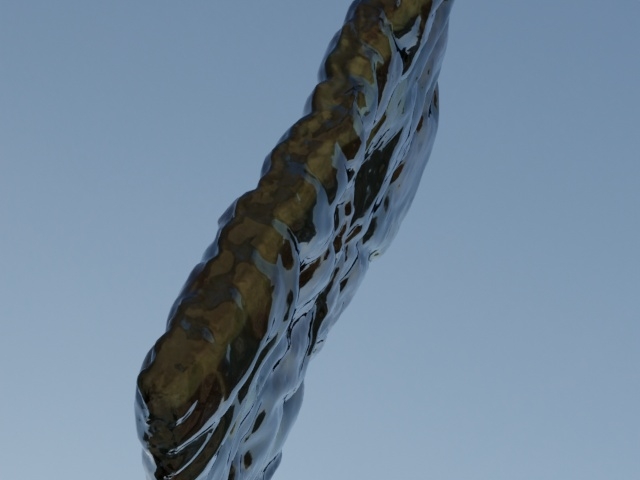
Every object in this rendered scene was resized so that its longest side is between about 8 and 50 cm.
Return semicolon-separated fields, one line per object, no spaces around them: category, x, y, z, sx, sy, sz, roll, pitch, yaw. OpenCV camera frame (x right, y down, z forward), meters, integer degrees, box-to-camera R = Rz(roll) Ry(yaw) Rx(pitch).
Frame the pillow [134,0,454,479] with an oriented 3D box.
pillow;-0.001;0.002;0.495;0.034;0.256;0.189;21;-34;7
